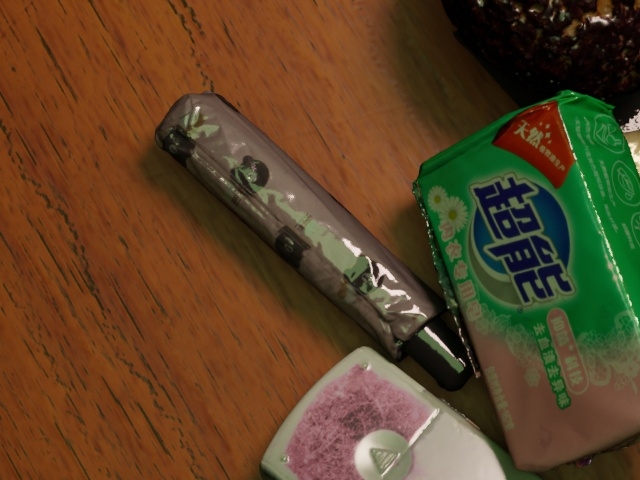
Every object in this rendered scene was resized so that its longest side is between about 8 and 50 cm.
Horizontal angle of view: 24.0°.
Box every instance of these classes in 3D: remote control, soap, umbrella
[{"bbox_3d":[0.117,0.232,1.193,0.344,0.050,0.145,37,71,17],"label":"remote control"},{"bbox_3d":[0.195,0.035,1.175,0.218,0.098,0.273,-28,73,37],"label":"soap"},{"bbox_3d":[0.000,0.000,1.256,0.337,0.073,0.067,42,121,8],"label":"umbrella"}]

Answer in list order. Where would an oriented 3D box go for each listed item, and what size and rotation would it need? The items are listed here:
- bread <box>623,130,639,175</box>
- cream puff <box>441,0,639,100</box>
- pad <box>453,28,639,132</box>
[{"bbox_3d":[0.276,-0.005,1.237,0.139,0.060,0.178,-9,83,2],"label":"bread"},{"bbox_3d":[0.209,-0.232,1.194,0.239,0.165,0.239,12,60,-22],"label":"cream puff"},{"bbox_3d":[0.218,-0.146,1.290,0.116,0.004,0.193,-42,82,-1],"label":"pad"}]
